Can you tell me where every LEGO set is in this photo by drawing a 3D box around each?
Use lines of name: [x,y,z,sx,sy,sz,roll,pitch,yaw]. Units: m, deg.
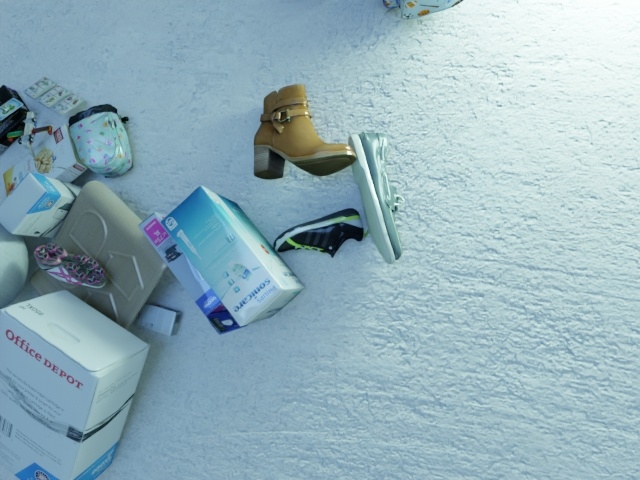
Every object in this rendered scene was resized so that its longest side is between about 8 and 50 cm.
LEGO set: [-0.811,-0.345,1.176,0.182,0.060,0.244,30,65,17]

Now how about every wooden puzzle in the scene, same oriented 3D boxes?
wooden puzzle: [-0.561,0.073,1.083,0.322,0.080,0.348,41,102,13]

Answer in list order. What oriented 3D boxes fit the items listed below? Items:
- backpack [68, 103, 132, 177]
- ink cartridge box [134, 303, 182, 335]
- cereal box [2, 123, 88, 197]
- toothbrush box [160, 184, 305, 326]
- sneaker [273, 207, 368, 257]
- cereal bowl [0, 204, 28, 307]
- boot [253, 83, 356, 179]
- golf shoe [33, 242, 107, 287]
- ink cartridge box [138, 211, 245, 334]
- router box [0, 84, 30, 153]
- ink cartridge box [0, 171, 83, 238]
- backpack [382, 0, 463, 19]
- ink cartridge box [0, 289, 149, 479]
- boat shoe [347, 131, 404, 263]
backpack: [-0.589,-0.260,1.121,0.151,0.115,0.182,-23,83,4]
ink cartridge box: [-0.423,0.202,1.086,0.115,0.029,0.063,12,87,18]
cereal box: [-0.765,-0.193,1.156,0.240,0.047,0.173,-38,60,5]
toothbrush box: [-0.191,0.039,0.968,0.126,0.216,0.296,-40,78,4]
sneaker: [0.000,0.000,1.004,0.234,0.084,0.097,-20,82,8]
cereal bowl: [-0.902,0.028,1.110,0.338,0.141,0.340,5,104,23]
boot: [-0.040,-0.270,1.014,0.283,0.109,0.220,-2,77,35]
golf shoe: [-0.607,0.073,1.030,0.186,0.086,0.068,24,48,6]
ink cartridge box: [-0.280,0.077,0.994,0.065,0.186,0.311,-38,80,2]
router box: [-0.947,-0.348,1.227,0.178,0.046,0.133,-39,79,4]
ink cartridge box: [-0.700,-0.083,1.083,0.082,0.190,0.140,42,93,10]
backpack: [0.264,-0.661,0.944,0.263,0.276,0.213,-22,86,1]
ink cartridge box: [-0.610,0.362,0.983,0.285,0.166,0.395,28,108,12]
boat shoe: [0.149,-0.107,0.974,0.098,0.116,0.320,-14,80,-8]
